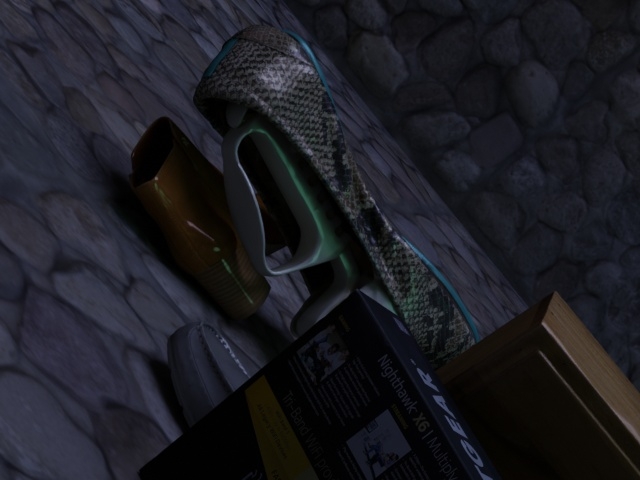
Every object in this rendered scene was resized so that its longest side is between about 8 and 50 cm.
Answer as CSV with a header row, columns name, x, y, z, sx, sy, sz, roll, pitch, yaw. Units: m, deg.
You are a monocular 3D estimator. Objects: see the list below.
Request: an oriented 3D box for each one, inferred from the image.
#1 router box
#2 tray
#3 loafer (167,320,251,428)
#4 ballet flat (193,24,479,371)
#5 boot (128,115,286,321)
name,x,y,z,sx,sy,sz,roll,pitch,yaw
router box,0.021,0.229,1.383,0.081,0.243,0.309,35,20,-51
tray,0.237,0.263,1.483,0.411,0.203,0.076,51,26,-5
loafer,-0.029,0.193,1.622,0.319,0.111,0.112,55,13,21
ballet flat,0.000,0.000,1.971,0.182,0.164,0.483,-46,116,-36
boot,-0.121,-0.056,2.028,0.211,0.104,0.295,57,17,-19
